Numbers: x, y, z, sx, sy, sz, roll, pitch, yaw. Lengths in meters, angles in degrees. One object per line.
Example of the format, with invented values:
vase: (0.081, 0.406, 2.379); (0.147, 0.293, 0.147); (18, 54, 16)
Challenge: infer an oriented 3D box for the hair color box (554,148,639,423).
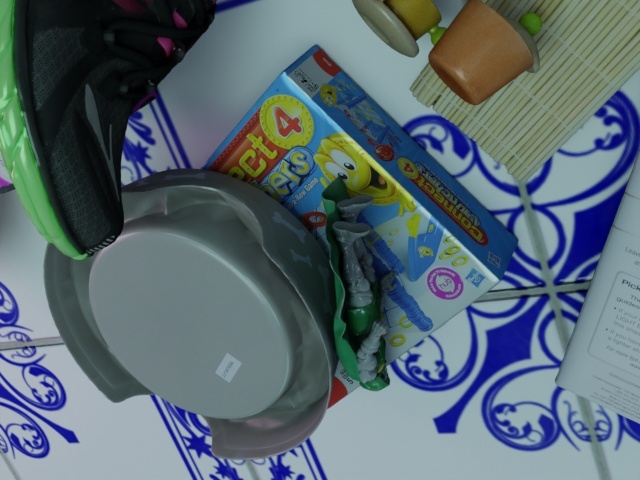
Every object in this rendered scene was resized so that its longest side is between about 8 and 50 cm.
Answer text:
hair color box: (0.353, 0.016, 0.815); (0.174, 0.105, 0.347); (24, 127, 21)

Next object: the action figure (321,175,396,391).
action figure: (0.043, 0.067, 0.903); (0.063, 0.137, 0.232); (-1, 128, 12)

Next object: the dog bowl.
dog bowl: (-0.130, 0.077, 0.985); (0.349, 0.102, 0.349); (14, 127, 19)

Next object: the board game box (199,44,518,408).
board game box: (0.000, 0.000, 0.997); (0.302, 0.086, 0.308); (43, 128, -4)

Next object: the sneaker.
sneaker: (-0.174, -0.219, 0.789); (0.202, 0.185, 0.483); (7, 91, -7)

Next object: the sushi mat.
sushi mat: (0.202, -0.179, 0.781); (0.151, 0.019, 0.316); (37, 144, 0)

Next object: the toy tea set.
toy tea set: (0.062, -0.264, 0.751); (0.124, 0.200, 0.336); (-45, 101, 3)

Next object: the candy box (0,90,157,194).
candy box: (-0.292, -0.169, 0.940); (0.071, 0.233, 0.159); (-16, 110, 32)
